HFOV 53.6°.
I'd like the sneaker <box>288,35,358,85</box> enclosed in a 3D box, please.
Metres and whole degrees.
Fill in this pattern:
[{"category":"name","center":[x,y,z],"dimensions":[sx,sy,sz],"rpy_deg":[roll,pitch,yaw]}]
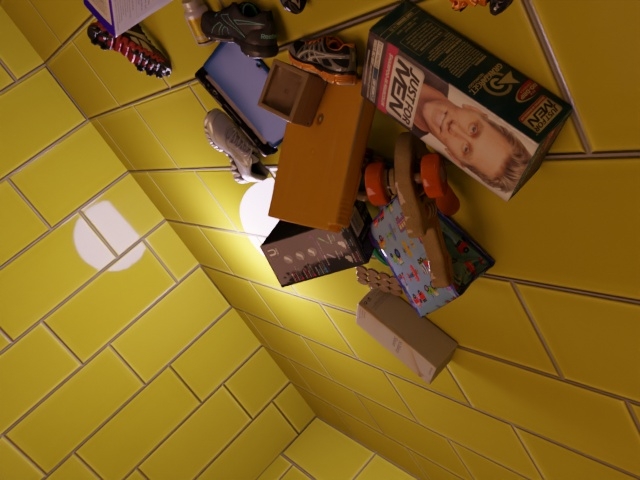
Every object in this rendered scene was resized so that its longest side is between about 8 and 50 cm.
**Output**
[{"category":"sneaker","center":[0.010,-0.390,1.323],"dimensions":[0.215,0.084,0.083],"rpy_deg":[36,128,41]}]

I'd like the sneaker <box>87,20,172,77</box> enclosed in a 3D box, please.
[{"category":"sneaker","center":[-0.582,-0.624,1.995],"dimensions":[0.276,0.135,0.097],"rpy_deg":[29,151,-18]}]

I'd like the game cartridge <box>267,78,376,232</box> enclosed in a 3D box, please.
[{"category":"game cartridge","center":[0.000,-0.189,1.406],"dimensions":[0.052,0.324,0.285],"rpy_deg":[10,-177,-35]}]

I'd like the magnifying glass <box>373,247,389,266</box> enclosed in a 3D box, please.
[{"category":"magnifying glass","center":[0.206,0.026,1.740],"dimensions":[0.092,0.026,0.231],"rpy_deg":[50,160,-8]}]

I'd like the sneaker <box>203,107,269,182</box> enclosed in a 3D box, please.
[{"category":"sneaker","center":[-0.254,-0.290,1.963],"dimensions":[0.118,0.110,0.292],"rpy_deg":[17,153,39]}]

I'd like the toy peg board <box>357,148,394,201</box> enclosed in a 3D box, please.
[{"category":"toy peg board","center":[0.089,-0.167,1.461],"dimensions":[0.160,0.161,0.079],"rpy_deg":[22,122,35]}]

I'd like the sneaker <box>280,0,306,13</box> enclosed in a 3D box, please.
[{"category":"sneaker","center":[-0.029,-0.491,1.212],"dimensions":[0.078,0.067,0.188],"rpy_deg":[53,156,2]}]

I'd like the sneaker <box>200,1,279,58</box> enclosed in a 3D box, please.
[{"category":"sneaker","center":[-0.187,-0.510,1.482],"dimensions":[0.267,0.101,0.106],"rpy_deg":[32,132,35]}]

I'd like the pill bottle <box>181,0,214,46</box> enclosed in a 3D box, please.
[{"category":"pill bottle","center":[-0.309,-0.563,1.621],"dimensions":[0.065,0.065,0.116],"rpy_deg":[28,152,41]}]

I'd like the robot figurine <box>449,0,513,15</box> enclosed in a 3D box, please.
[{"category":"robot figurine","center":[0.199,-0.444,0.839],"dimensions":[0.211,0.085,0.291],"rpy_deg":[35,155,30]}]

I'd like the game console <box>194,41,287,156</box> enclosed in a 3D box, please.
[{"category":"game console","center":[-0.179,-0.393,1.728],"dimensions":[0.293,0.173,0.250],"rpy_deg":[50,-170,-5]}]

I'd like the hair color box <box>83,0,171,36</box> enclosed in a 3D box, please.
[{"category":"hair color box","center":[-0.302,-0.564,1.225],"dimensions":[0.110,0.339,0.185],"rpy_deg":[48,159,3]}]

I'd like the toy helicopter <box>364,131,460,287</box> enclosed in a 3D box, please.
[{"category":"toy helicopter","center":[0.217,-0.061,1.303],"dimensions":[0.140,0.235,0.355],"rpy_deg":[-8,122,23]}]

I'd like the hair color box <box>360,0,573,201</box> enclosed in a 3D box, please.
[{"category":"hair color box","center":[0.236,-0.241,1.098],"dimensions":[0.347,0.105,0.174],"rpy_deg":[39,158,18]}]

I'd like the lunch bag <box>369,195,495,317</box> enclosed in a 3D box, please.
[{"category":"lunch bag","center":[0.231,0.015,1.524],"dimensions":[0.293,0.138,0.221],"rpy_deg":[50,156,6]}]

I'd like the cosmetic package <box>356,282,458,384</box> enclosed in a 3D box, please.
[{"category":"cosmetic package","center":[0.261,0.287,1.970],"dimensions":[0.309,0.113,0.160],"rpy_deg":[39,157,22]}]

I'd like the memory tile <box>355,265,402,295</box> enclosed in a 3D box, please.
[{"category":"memory tile","center":[0.177,0.119,1.911],"dimensions":[0.148,0.012,0.113],"rpy_deg":[18,152,19]}]

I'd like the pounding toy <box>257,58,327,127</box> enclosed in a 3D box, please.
[{"category":"pounding toy","center":[-0.062,-0.340,1.415],"dimensions":[0.141,0.130,0.100],"rpy_deg":[32,-163,32]}]

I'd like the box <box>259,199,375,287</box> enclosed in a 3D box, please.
[{"category":"box","center":[0.000,0.000,1.706],"dimensions":[0.270,0.165,0.143],"rpy_deg":[-18,111,26]}]
